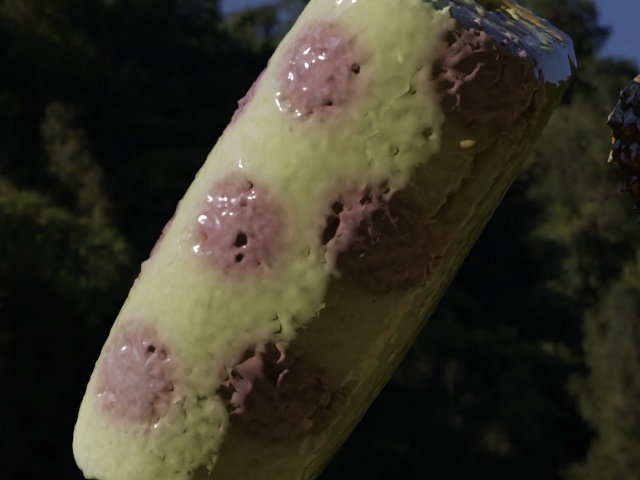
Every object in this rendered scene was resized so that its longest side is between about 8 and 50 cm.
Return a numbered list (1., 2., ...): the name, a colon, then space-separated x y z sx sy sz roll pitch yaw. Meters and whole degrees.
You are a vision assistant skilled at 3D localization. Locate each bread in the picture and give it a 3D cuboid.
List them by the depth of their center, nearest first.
1. bread: 0.000 0.000 0.965 0.155 0.338 0.187 32 15 7

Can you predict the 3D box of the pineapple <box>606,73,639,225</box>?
1. pineapple: 0.235 0.008 0.963 0.125 0.251 0.125 -6 -36 -4
